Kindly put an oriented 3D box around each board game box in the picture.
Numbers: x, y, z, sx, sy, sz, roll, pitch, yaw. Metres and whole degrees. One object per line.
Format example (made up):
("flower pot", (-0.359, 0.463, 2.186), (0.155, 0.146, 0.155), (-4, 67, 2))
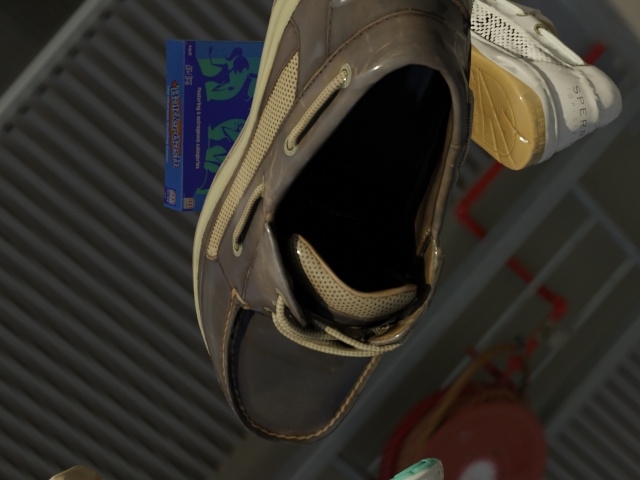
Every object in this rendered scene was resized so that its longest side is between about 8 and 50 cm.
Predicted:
("board game box", (-0.044, -0.112, 1.432), (0.210, 0.160, 0.047), (-4, -169, -28))

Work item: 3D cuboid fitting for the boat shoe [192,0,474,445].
("boat shoe", (0.000, 0.000, 0.838), (0.132, 0.355, 0.130), (4, -140, -8))

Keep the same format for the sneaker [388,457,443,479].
("sneaker", (0.046, 0.193, 0.809), (0.076, 0.065, 0.166), (48, 144, 27))

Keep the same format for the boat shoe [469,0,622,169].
("boat shoe", (0.132, -0.134, 1.114), (0.277, 0.096, 0.098), (-126, 26, -54))

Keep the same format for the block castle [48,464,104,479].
("block castle", (-0.151, 0.428, 1.133), (0.303, 0.213, 0.453), (28, -145, -26))
